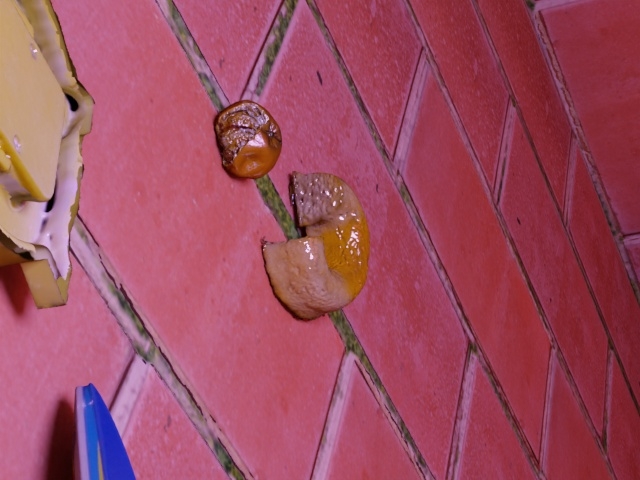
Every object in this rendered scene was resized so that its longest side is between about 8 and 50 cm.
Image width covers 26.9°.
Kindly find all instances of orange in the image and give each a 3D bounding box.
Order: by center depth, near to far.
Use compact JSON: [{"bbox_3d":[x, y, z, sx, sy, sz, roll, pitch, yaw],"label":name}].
[{"bbox_3d":[-0.073,-0.110,1.444,0.086,0.062,0.086,-10,90,-69],"label":"orange"}]

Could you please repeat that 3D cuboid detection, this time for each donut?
[{"bbox_3d":[0.005,0.010,1.546,0.146,0.078,0.181,60,31,-30],"label":"donut"}]

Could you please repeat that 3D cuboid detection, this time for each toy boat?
[{"bbox_3d":[-0.168,0.253,1.035,0.129,0.088,0.295,109,-26,-67],"label":"toy boat"}]

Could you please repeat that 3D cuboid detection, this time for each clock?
[{"bbox_3d":[-0.261,-0.114,1.017,0.277,0.071,0.293,-89,166,-45],"label":"clock"}]
